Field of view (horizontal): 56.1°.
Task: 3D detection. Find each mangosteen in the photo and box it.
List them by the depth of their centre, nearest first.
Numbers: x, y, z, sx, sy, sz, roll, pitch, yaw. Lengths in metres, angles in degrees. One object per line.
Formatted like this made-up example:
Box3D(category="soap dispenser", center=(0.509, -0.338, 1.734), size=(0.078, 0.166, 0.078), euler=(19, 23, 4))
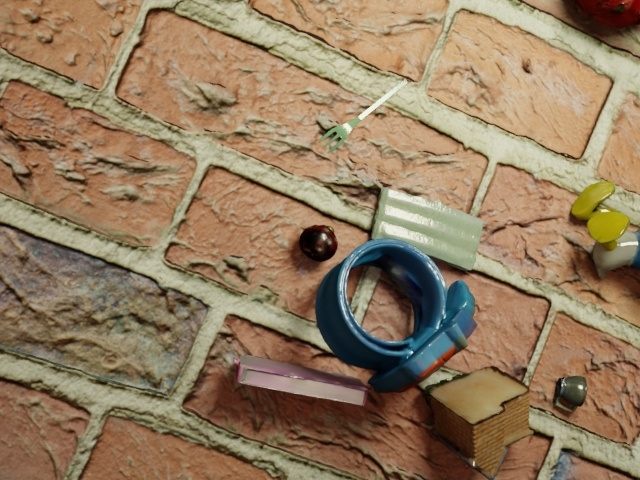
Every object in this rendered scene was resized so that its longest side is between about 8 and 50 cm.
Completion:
Box3D(category="mangosteen", center=(-0.002, 0.002, 1.218), size=(0.080, 0.081, 0.081), euler=(0, 90, -9))

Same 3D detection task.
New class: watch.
Box3D(category="watch", center=(0.157, 0.117, 1.181), size=(0.274, 0.241, 0.305), euler=(47, 59, 3))

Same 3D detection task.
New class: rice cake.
Box3D(category="rice cake", center=(0.226, -0.026, 1.272), size=(0.237, 0.043, 0.127), euler=(16, 86, -10))

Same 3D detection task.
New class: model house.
Box3D(category="model house", center=(0.333, 0.382, 1.244), size=(0.182, 0.166, 0.172), euler=(-16, 108, -24))

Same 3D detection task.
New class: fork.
Box3D(category="fork", center=(0.095, -0.269, 1.262), size=(0.235, 0.021, 0.039), euler=(-40, 99, -7))

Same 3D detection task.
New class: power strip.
Box3D(category="power strip", center=(-0.040, 0.277, 1.196), size=(0.278, 0.109, 0.038), euler=(13, 90, -9))

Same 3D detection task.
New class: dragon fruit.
Box3D(category="dragon fruit", center=(0.658, -0.575, 1.245), size=(0.298, 0.244, 0.245), euler=(-31, 95, -27))

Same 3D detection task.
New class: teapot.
Box3D(category="teapot", center=(0.546, 0.336, 1.320), size=(0.056, 0.066, 0.088), euler=(11, 111, 10))

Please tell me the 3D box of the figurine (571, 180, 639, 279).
Box3D(category="figurine", center=(0.742, 0.028, 1.286), size=(0.338, 0.283, 0.205), euler=(50, 41, -24))
